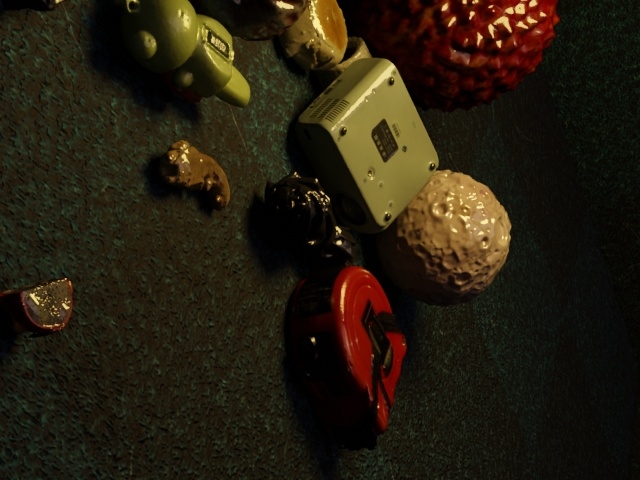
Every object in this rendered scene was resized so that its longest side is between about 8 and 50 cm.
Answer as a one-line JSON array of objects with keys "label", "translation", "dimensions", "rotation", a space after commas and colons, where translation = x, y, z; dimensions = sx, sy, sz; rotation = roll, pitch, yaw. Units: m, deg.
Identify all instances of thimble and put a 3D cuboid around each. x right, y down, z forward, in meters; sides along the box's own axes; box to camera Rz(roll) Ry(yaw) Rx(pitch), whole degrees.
[{"label": "thimble", "translation": [0.049, -0.309, 2.278], "dimensions": [0.115, 0.102, 0.090], "rotation": [-46, 127, -27]}]

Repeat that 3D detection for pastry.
[{"label": "pastry", "translation": [-0.017, -0.377, 2.182], "dimensions": [0.166, 0.088, 0.165], "rotation": [42, 40, -49]}]

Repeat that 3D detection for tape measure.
[{"label": "tape measure", "translation": [0.045, 0.172, 2.031], "dimensions": [0.260, 0.114, 0.253], "rotation": [64, 27, -28]}]

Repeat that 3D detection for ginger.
[{"label": "ginger", "translation": [-0.175, -0.094, 1.754], "dimensions": [0.173, 0.051, 0.069], "rotation": [24, 61, -59]}]

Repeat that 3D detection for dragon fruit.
[{"label": "dragon fruit", "translation": [-0.314, 0.077, 1.366], "dimensions": [0.083, 0.056, 0.060], "rotation": [-24, 99, -61]}]

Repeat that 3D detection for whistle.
[{"label": "whistle", "translation": [-0.187, -0.264, 1.735], "dimensions": [0.288, 0.106, 0.131], "rotation": [37, 45, -54]}]

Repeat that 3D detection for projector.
[{"label": "projector", "translation": [0.086, -0.165, 2.194], "dimensions": [0.198, 0.108, 0.250], "rotation": [-47, 127, -28]}]

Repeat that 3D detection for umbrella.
[{"label": "umbrella", "translation": [0.000, 0.000, 2.049], "dimensions": [0.340, 0.118, 0.118], "rotation": [54, 33, -59]}]

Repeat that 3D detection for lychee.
[{"label": "lychee", "translation": [0.256, -0.465, 2.420], "dimensions": [0.424, 0.425, 0.500], "rotation": [68, 28, -21]}]

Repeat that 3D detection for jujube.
[{"label": "jujube", "translation": [-0.112, -0.447, 1.854], "dimensions": [0.226, 0.226, 0.317], "rotation": [54, 24, -43]}]

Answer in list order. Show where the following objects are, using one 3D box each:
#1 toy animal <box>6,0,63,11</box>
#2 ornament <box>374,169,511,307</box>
[{"label": "toy animal", "translation": [-0.334, -0.380, 1.462], "dimensions": [0.121, 0.117, 0.210], "rotation": [-42, 119, -55]}, {"label": "ornament", "translation": [0.223, -0.010, 2.336], "dimensions": [0.225, 0.259, 0.259], "rotation": [29, 47, -22]}]
